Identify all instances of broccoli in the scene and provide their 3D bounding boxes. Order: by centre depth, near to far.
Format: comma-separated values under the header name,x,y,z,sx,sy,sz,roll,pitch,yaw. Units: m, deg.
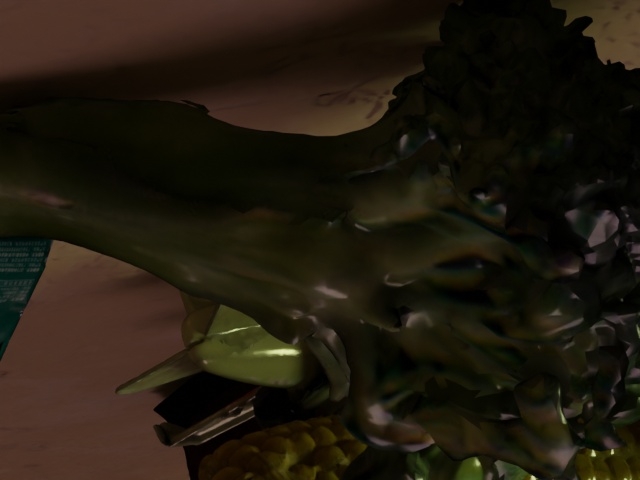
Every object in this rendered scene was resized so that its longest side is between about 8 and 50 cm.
name,x,y,z,sx,sy,sz,roll,pitch,yaw
broccoli,0.009,0.016,0.665,0.275,0.198,0.177,-8,-150,16

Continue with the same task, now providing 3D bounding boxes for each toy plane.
name,x,y,z,sx,sy,sz,roll,pitch,yaw
toy plane,0.017,0.057,0.974,0.256,0.104,0.242,10,139,-37

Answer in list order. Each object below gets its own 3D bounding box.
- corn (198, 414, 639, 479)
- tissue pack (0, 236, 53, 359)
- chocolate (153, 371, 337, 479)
name,x,y,z,sx,sy,sz,roll,pitch,yaw
corn,0.120,0.154,0.947,0.387,0.144,0.144,-2,163,-18
tissue pack,-0.184,0.006,0.698,0.111,0.079,0.085,1,129,-40
chocolate,0.101,0.232,1.200,0.384,0.331,0.383,-12,167,-3
